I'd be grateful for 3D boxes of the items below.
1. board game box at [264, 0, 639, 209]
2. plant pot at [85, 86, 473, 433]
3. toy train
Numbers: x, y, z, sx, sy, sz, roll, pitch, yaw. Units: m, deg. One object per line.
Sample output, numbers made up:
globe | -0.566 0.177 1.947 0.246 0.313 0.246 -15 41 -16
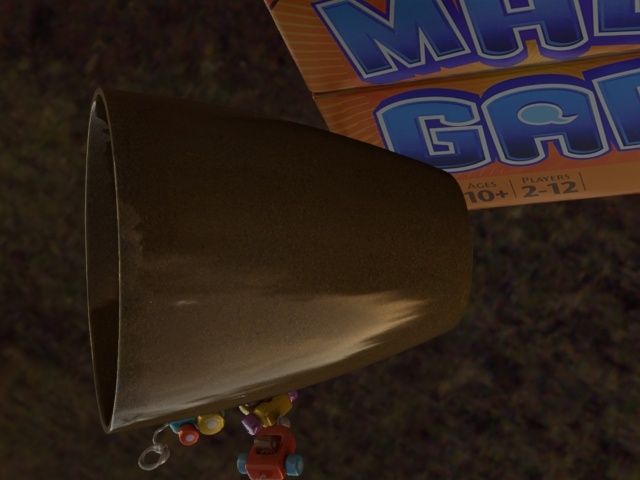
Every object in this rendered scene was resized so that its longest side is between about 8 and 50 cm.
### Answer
board game box | 0.178 -0.275 1.176 0.356 0.356 0.356 -6 143 20
plant pot | -0.031 0.009 0.999 0.254 0.237 0.237 -2 151 -15
toy train | -0.086 0.165 1.269 0.166 0.125 0.046 1 131 26
